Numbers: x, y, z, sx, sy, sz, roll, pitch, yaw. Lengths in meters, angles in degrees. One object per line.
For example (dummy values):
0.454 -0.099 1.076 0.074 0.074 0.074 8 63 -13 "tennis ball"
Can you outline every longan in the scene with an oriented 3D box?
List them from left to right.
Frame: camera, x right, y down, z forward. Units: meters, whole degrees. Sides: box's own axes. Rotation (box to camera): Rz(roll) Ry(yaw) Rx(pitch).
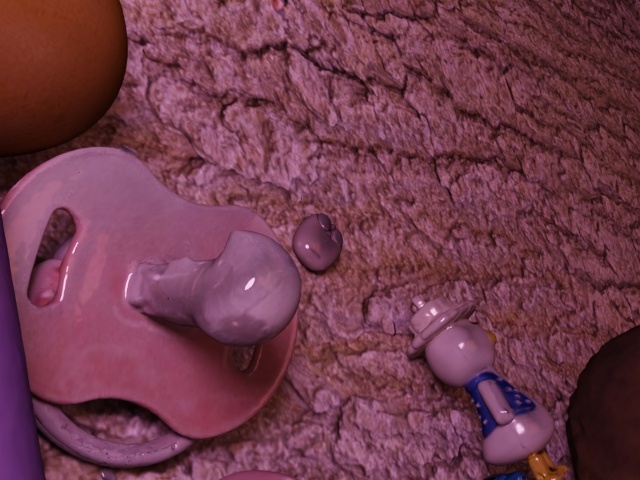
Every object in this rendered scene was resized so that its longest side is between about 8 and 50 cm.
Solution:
0.553 0.296 1.224 0.391 0.391 0.391 27 48 -34 "longan"

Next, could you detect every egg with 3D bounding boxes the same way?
-0.310 -0.195 0.708 0.322 0.250 0.250 29 46 -45 "egg"

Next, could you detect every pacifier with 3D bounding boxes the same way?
-0.136 0.051 0.770 0.332 0.273 0.220 26 32 -36 "pacifier"

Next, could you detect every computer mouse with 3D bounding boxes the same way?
0.001 -0.001 1.089 0.066 0.039 0.096 51 38 -10 "computer mouse"

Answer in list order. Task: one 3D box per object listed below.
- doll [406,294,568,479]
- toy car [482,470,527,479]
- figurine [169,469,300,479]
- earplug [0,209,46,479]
0.212 0.187 1.099 0.293 0.119 0.138 53 10 18 "doll"
0.219 0.352 1.043 0.191 0.100 0.097 -14 76 -50 "toy car"
-0.078 0.299 0.692 0.287 0.176 0.186 -10 107 -76 "figurine"
-0.282 0.147 0.559 0.215 0.215 0.456 -5 73 -49 "earplug"
